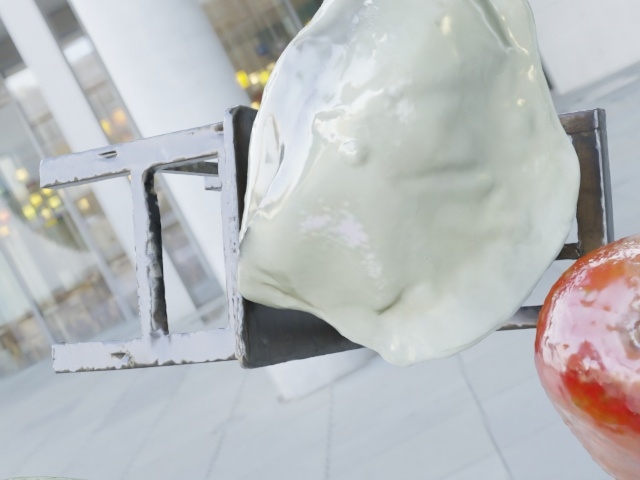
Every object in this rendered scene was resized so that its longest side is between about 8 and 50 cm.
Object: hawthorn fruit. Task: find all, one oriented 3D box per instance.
[{"bbox_3d":[0.182,0.058,0.651,0.162,0.162,0.203,-25,-29,22],"label":"hawthorn fruit"}]

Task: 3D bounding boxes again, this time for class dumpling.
[{"bbox_3d":[0.075,-0.063,0.879,0.318,0.243,0.187,-61,-3,4],"label":"dumpling"}]

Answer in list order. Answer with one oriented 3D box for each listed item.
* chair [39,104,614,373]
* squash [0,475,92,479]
[{"bbox_3d":[0.000,0.000,1.017,0.416,0.203,0.240,-8,-7,37],"label":"chair"},{"bbox_3d":[-0.129,0.276,0.660,0.310,0.309,0.310,-49,10,12],"label":"squash"}]
